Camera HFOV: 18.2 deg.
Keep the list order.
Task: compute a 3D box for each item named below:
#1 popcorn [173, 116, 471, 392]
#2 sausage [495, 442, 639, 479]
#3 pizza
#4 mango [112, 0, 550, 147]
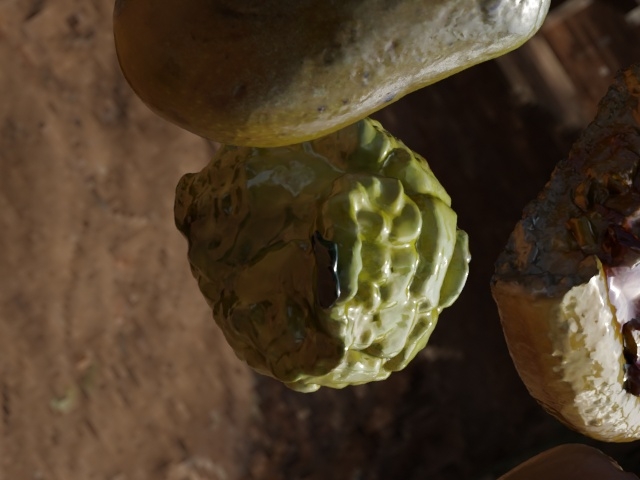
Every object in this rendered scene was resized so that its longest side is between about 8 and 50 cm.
[{"bbox_3d":[0.007,-0.001,1.838,0.237,0.293,0.293,-13,65,-34],"label":"popcorn"},{"bbox_3d":[0.144,0.268,1.620,0.123,0.253,0.123,53,-13,18],"label":"sausage"},{"bbox_3d":[0.186,0.001,1.114,0.289,0.081,0.229,30,70,-59],"label":"pizza"},{"bbox_3d":[0.008,-0.174,1.508,0.176,0.329,0.176,61,17,-66],"label":"mango"}]
